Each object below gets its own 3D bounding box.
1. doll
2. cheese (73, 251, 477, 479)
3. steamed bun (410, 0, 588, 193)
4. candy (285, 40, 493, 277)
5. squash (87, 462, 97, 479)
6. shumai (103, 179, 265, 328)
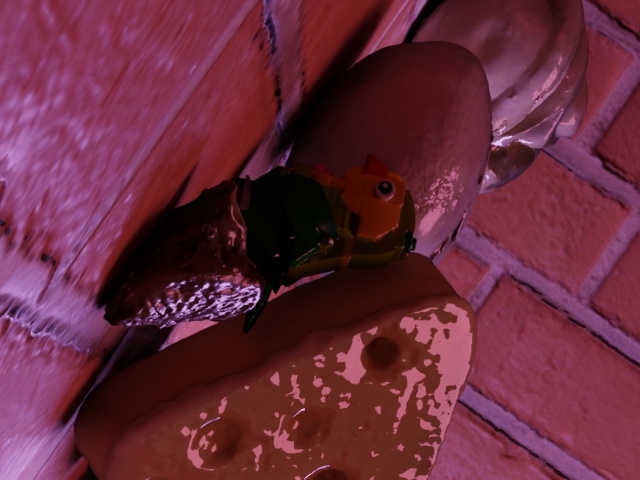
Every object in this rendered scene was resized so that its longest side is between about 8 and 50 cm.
[{"bbox_3d":[-0.003,-0.008,1.656,0.186,0.134,0.106,-17,161,-12],"label":"doll"},{"bbox_3d":[-0.056,0.188,1.704,0.384,0.384,0.104,-56,-143,14],"label":"cheese"},{"bbox_3d":[0.232,-0.209,2.403,0.352,0.247,0.339,-52,177,31],"label":"steamed bun"},{"bbox_3d":[0.065,-0.083,1.842,0.295,0.185,0.295,-61,-168,22],"label":"candy"},{"bbox_3d":[-0.124,0.199,1.895,0.252,0.165,0.252,-47,175,-6],"label":"squash"},{"bbox_3d":[-0.110,0.024,1.403,0.123,0.105,0.139,-9,147,-15],"label":"shumai"}]
